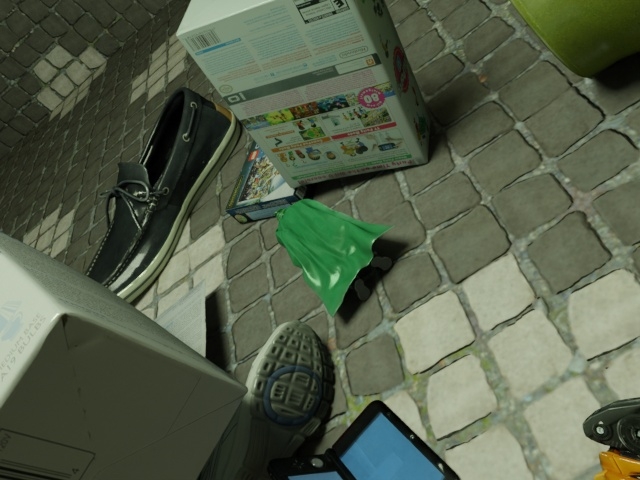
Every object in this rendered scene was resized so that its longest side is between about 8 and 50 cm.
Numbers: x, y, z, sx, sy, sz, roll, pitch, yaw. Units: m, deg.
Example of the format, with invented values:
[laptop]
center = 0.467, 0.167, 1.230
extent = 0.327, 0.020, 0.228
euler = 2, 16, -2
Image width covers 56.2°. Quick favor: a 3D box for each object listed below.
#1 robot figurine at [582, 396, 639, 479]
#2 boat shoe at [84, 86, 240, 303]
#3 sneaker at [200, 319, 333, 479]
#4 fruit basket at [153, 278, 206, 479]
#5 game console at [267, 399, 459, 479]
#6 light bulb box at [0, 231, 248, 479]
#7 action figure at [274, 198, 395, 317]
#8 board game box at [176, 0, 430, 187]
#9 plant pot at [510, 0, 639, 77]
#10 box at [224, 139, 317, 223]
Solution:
[robot figurine]
center = 0.286, 0.188, 0.326
extent = 0.290, 0.085, 0.211
euler = 0, 98, 50
[boat shoe]
center = -0.340, -0.084, 1.171
extent = 0.186, 0.156, 0.501
euler = 13, 69, 47
[sneaker]
center = -0.080, 0.226, 0.685
extent = 0.129, 0.111, 0.297
euler = -18, 42, 49
[fruit basket]
center = -0.268, 0.250, 0.842
extent = 0.327, 0.165, 0.353
euler = -40, 23, 10
[game console]
center = 0.037, 0.229, 0.585
extent = 0.144, 0.124, 0.085
euler = 34, 111, 53
[light bulb box]
center = -0.330, 0.201, 0.605
extent = 0.360, 0.225, 0.358
euler = 19, 75, 45
[action figure]
center = 0.000, 0.000, 0.834
extent = 0.137, 0.063, 0.232
euler = -52, 41, -2
[board game box]
center = -0.004, -0.212, 0.793
extent = 0.223, 0.303, 0.098
euler = -8, 52, 25
[plant pot]
center = 0.357, -0.368, 0.608
extent = 0.353, 0.366, 0.367
euler = -36, 38, 35
[box]
center = -0.061, -0.146, 1.036
extent = 0.159, 0.044, 0.233
euler = -9, 52, 40
